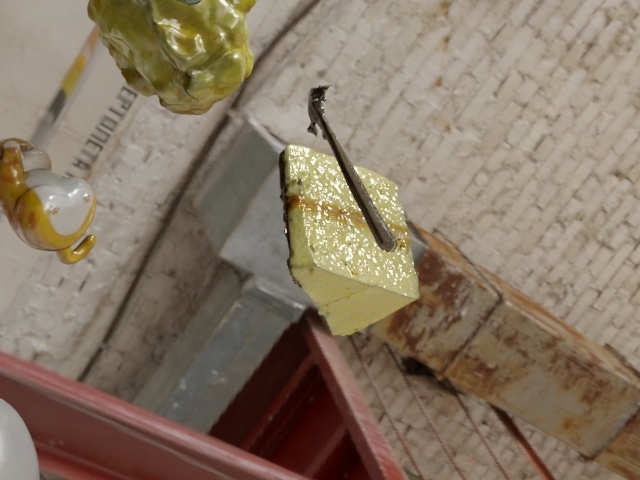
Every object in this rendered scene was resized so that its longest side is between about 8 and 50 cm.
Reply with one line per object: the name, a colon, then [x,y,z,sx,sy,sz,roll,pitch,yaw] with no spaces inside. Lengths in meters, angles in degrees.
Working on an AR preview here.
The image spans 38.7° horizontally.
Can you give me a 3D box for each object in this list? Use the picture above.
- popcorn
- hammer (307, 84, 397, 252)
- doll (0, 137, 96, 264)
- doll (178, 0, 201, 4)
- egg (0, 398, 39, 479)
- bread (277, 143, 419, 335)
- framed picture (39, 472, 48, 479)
popcorn: [-0.213,-0.332,1.336,0.252,0.286,0.215,-29,-157,16]
hammer: [0.038,-0.097,1.249,0.125,0.027,0.297,95,-23,-52]
doll: [-0.547,-0.092,1.723,0.167,0.269,0.162,-19,150,-54]
doll: [-0.195,-0.345,1.143,0.077,0.150,0.115,94,20,-72]
egg: [-0.476,0.326,1.245,0.176,0.176,0.231,-26,-116,49]
bread: [0.000,0.000,1.507,0.198,0.236,0.263,-37,-135,35]
framed picture: [-0.632,0.544,1.873,0.216,0.016,0.273,30,-64,34]
